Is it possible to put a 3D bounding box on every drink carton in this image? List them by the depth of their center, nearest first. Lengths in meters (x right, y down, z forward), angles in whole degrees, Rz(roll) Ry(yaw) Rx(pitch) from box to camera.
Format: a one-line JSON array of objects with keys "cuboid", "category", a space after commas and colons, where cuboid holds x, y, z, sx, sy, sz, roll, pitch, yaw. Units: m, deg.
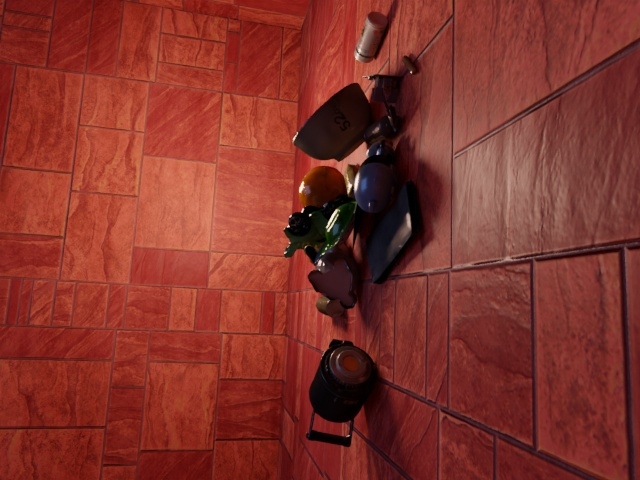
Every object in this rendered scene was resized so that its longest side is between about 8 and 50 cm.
[{"cuboid": [0.140, -0.266, 1.994, 0.200, 0.074, 0.084, -100, 18, -45], "category": "drink carton"}]

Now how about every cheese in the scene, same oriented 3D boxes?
[{"cuboid": [0.057, -0.027, 1.786, 0.320, 0.083, 0.204, -56, 11, 38], "category": "cheese"}]

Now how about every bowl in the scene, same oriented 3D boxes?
[{"cuboid": [0.078, -0.442, 1.920, 0.185, 0.354, 0.354, 49, 163, 1], "category": "bowl"}]

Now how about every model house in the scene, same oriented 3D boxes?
[{"cuboid": [0.210, -0.530, 1.666, 0.167, 0.117, 0.088, -131, 43, -69], "category": "model house"}]

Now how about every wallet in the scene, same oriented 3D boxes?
[{"cuboid": [0.230, -0.013, 1.540, 0.379, 0.046, 0.191, 117, 154, -59], "category": "wallet"}]

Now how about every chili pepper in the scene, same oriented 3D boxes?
[{"cuboid": [0.178, -0.065, 1.755, 0.073, 0.070, 0.123, 22, 106, 60], "category": "chili pepper"}]

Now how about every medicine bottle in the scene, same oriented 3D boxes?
[{"cuboid": [0.198, -0.800, 1.877, 0.183, 0.086, 0.086, 116, 155, -60], "category": "medicine bottle"}]

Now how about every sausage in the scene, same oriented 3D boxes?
[{"cuboid": [0.285, -0.567, 1.531, 0.132, 0.024, 0.024, -102, 20, -49], "category": "sausage"}]

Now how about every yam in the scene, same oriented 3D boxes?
[{"cuboid": [0.040, 0.306, 2.219, 0.259, 0.093, 0.093, 162, 112, -77], "category": "yam"}]

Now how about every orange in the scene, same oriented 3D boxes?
[{"cuboid": [0.013, -0.229, 2.204, 0.240, 0.240, 0.240, -176, 90, -78], "category": "orange"}]

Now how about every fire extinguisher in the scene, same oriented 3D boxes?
[{"cuboid": [0.208, -0.397, 1.638, 0.075, 0.106, 0.252, -52, 10, -8], "category": "fire extinguisher"}]

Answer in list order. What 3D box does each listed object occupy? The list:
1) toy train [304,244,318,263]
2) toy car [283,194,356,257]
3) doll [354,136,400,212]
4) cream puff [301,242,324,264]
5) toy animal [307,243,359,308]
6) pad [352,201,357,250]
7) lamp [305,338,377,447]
[{"cuboid": [0.006, 0.108, 2.181, 0.052, 0.234, 0.051, -40, 16, 2], "category": "toy train"}, {"cuboid": [-0.004, -0.069, 2.014, 0.213, 0.358, 0.176, -43, -66, -70], "category": "toy car"}, {"cuboid": [0.188, -0.207, 1.546, 0.177, 0.141, 0.314, 89, -166, -49], "category": "doll"}, {"cuboid": [-0.001, 0.001, 2.298, 0.282, 0.185, 0.282, -176, 90, -74], "category": "cream puff"}, {"cuboid": [0.067, 0.123, 2.009, 0.357, 0.193, 0.258, -69, -38, -77], "category": "toy animal"}, {"cuboid": [0.150, -0.151, 1.720, 0.220, 0.004, 0.330, 89, -165, -51], "category": "pad"}, {"cuboid": [0.076, 0.510, 1.679, 0.272, 0.205, 0.374, 108, 173, -62], "category": "lamp"}]
